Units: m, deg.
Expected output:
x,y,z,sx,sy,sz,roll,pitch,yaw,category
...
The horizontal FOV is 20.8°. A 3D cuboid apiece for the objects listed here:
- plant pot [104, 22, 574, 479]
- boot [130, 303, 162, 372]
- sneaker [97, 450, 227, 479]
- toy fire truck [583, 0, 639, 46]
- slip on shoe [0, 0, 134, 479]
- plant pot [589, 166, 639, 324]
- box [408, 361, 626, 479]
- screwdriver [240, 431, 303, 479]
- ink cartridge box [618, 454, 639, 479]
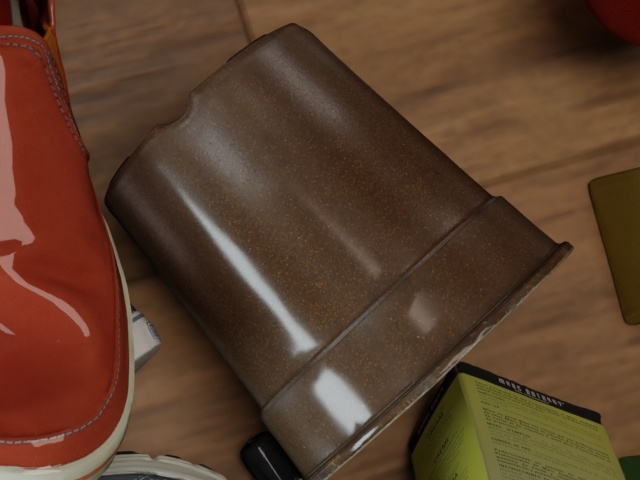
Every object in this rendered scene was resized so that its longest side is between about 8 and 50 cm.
x,y,z,sx,sy,sz,roll,pitch,yaw,category
0.000,0.000,0.804,0.167,0.167,0.165,-41,87,-20,plant pot
-0.168,0.072,0.788,0.190,0.069,0.086,-39,84,-27,boot
-0.022,0.167,0.768,0.283,0.122,0.110,12,91,-14,sneaker
0.157,-0.251,0.827,0.254,0.302,0.169,28,52,-15,toy fire truck
-0.155,-0.048,0.754,0.123,0.101,0.331,-8,69,-16,slip on shoe
0.200,-0.008,0.902,0.081,0.083,0.081,-13,84,-18,plant pot
0.099,0.143,0.771,0.087,0.232,0.058,21,112,-14,box
0.021,0.160,0.846,0.024,0.025,0.170,-42,93,-20,screwdriver
0.201,0.180,0.794,0.093,0.219,0.160,25,73,-13,ink cartridge box
